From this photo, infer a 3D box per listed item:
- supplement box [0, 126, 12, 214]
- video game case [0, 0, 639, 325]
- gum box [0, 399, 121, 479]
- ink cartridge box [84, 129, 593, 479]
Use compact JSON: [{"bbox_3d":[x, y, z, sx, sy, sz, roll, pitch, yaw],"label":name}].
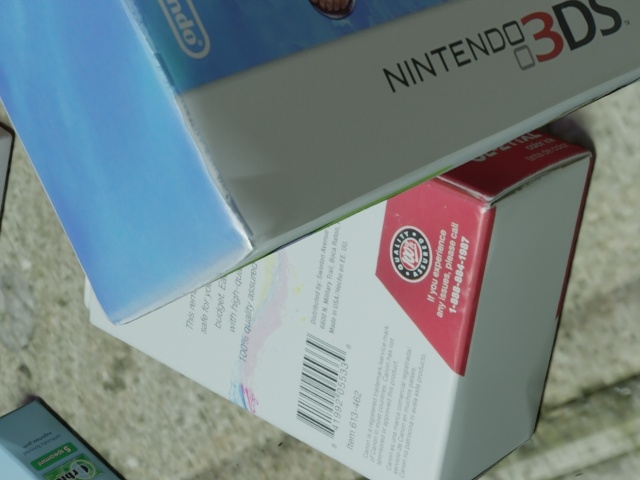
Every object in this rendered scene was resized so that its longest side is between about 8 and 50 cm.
[{"bbox_3d":[-0.272,-0.019,0.721,0.130,0.239,0.073,33,126,26],"label":"supplement box"},{"bbox_3d":[-0.016,-0.143,0.452,0.061,0.244,0.269,-26,90,42],"label":"video game case"},{"bbox_3d":[-0.112,0.196,0.810,0.184,0.041,0.157,39,128,21],"label":"gum box"},{"bbox_3d":[0.000,0.000,0.613,0.175,0.072,0.127,26,123,30],"label":"ink cartridge box"}]
